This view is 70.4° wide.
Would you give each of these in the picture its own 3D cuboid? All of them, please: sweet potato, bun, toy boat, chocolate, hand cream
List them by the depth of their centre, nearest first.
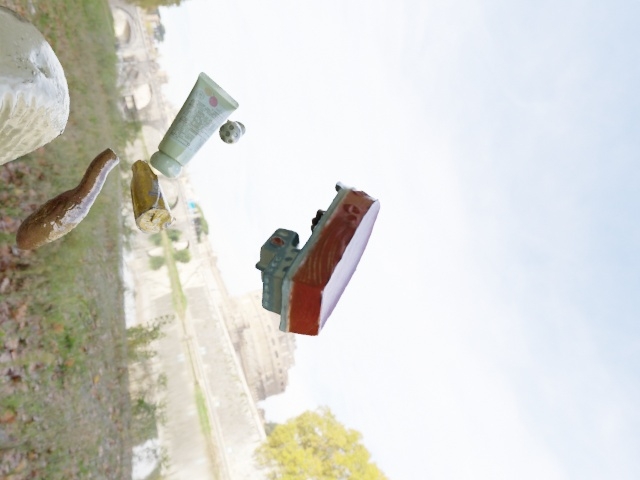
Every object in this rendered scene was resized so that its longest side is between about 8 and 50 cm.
[{"bbox_3d":[-0.556,-0.227,0.632,0.326,0.362,0.235,-17,-86,54],"label":"bun"},{"bbox_3d":[0.000,0.000,0.760,0.133,0.332,0.145,18,-50,15],"label":"toy boat"},{"bbox_3d":[-0.404,-0.113,1.047,0.086,0.085,0.219,95,-29,-46],"label":"chocolate"},{"bbox_3d":[-0.719,-0.105,1.306,0.109,0.385,0.109,45,-6,6],"label":"sweet potato"},{"bbox_3d":[-0.374,-0.320,1.313,0.147,0.306,0.093,38,-3,-35],"label":"hand cream"}]

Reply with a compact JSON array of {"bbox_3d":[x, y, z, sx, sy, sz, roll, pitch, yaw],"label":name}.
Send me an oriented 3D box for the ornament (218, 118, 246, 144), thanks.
[{"bbox_3d":[-0.294,-0.362,1.499,0.156,0.074,0.081,-88,169,-72],"label":"ornament"}]
